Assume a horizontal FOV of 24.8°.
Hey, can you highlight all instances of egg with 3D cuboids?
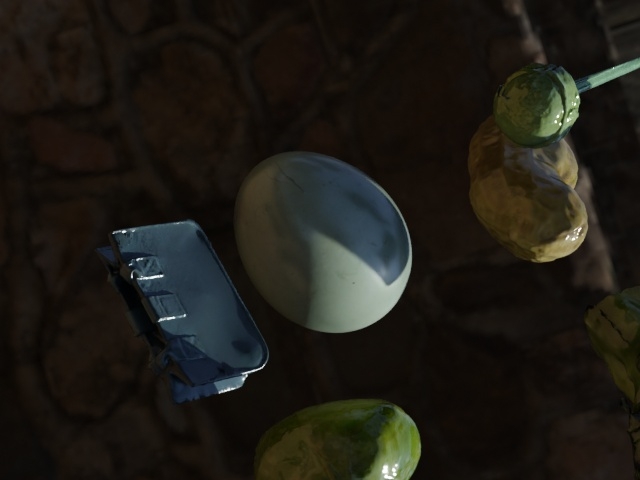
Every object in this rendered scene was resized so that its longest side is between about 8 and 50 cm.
[{"bbox_3d":[0.000,0.000,1.634,0.264,0.183,0.182,47,24,-50],"label":"egg"}]

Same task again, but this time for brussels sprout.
[{"bbox_3d":[0.020,0.267,1.770,0.161,0.223,0.223,57,8,-6],"label":"brussels sprout"}]

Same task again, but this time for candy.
[{"bbox_3d":[0.311,-0.182,1.665,0.335,0.092,0.093,-26,113,-44],"label":"candy"}]

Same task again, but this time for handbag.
[{"bbox_3d":[-0.179,0.088,1.843,0.179,0.062,0.229,-10,65,-53],"label":"handbag"}]

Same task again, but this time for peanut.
[{"bbox_3d":[0.266,-0.072,1.896,0.305,0.147,0.147,-82,155,-60],"label":"peanut"}]

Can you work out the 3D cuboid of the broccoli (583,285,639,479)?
[{"bbox_3d":[0.349,0.138,1.300,0.248,0.288,0.245,22,28,-40],"label":"broccoli"}]
